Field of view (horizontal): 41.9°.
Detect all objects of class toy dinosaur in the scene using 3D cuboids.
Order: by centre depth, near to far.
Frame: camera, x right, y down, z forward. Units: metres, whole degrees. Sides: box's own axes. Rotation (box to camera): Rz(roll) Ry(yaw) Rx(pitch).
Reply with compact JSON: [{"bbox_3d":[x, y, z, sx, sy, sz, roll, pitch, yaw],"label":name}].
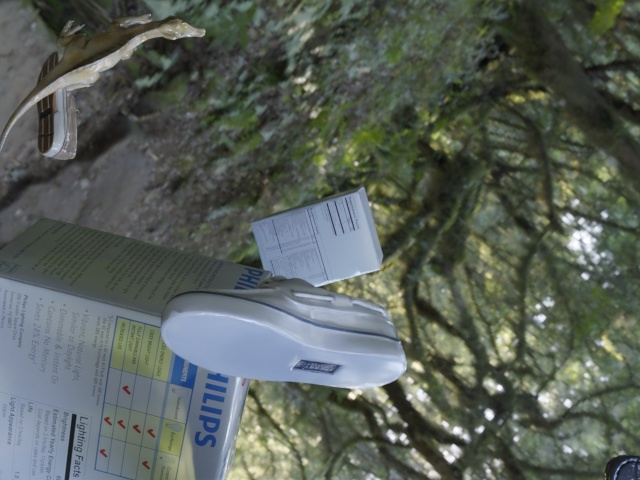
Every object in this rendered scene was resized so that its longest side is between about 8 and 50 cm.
[{"bbox_3d":[-0.182,-0.137,0.640,0.183,0.053,0.092,-32,-154,-8],"label":"toy dinosaur"}]

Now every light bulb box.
[{"bbox_3d":[-0.286,0.197,1.202,0.225,0.360,0.358,-73,177,-68],"label":"light bulb box"}]

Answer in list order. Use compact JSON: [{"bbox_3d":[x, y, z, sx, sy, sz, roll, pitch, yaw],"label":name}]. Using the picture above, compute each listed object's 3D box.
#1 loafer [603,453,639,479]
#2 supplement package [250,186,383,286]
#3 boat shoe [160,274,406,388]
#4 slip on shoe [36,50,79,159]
[{"bbox_3d":[0.578,0.442,1.363,0.109,0.302,0.095,-59,-173,-6],"label":"loafer"},{"bbox_3d":[0.000,0.000,1.567,0.203,0.149,0.194,-16,-176,8],"label":"supplement package"},{"bbox_3d":[-0.034,0.078,0.785,0.095,0.258,0.084,-41,-135,34],"label":"boat shoe"},{"bbox_3d":[-0.321,-0.166,1.036,0.051,0.041,0.136,-18,-110,37],"label":"slip on shoe"}]
